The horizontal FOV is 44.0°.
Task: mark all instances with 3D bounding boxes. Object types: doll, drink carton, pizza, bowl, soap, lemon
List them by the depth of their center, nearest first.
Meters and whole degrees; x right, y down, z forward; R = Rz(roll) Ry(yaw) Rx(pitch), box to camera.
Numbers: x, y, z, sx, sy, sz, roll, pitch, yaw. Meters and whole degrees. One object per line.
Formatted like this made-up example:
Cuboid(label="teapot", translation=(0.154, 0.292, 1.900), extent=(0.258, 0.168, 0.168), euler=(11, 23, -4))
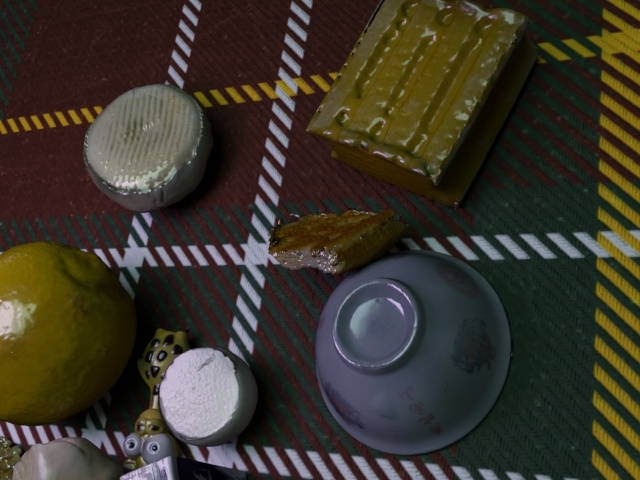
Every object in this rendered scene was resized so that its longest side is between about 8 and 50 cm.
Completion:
Cuboid(label="drink carton", translation=(-0.199, 0.429, 1.240), extent=(0.101, 0.222, 0.134), euler=(-28, 59, 15))
Cuboid(label="bowl", translation=(0.112, 0.151, 1.240), extent=(0.345, 0.157, 0.346), euler=(-11, 65, 24))
Cuboid(label="pizza", translation=(0.000, -0.001, 1.368), extent=(0.189, 0.071, 0.296), euler=(-34, 27, -35))
Cuboid(label="soap", translation=(0.177, -0.258, 1.387), extent=(0.293, 0.156, 0.335), euler=(22, 80, 36))
Cuboid(label="doll", translation=(-0.294, 0.297, 1.432), extent=(0.117, 0.086, 0.291), euler=(4, 69, 11))
Cuboid(label="lemon", translation=(-0.508, 0.172, 1.459), extent=(0.347, 0.348, 0.348), euler=(-11, 64, 23))

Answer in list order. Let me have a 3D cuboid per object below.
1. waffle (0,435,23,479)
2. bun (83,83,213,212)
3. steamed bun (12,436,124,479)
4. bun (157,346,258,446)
Cuboid(label="waffle", translation=(-0.660, 0.475, 1.577), extent=(0.183, 0.036, 0.169), euler=(12, 73, 31))
Cuboid(label="bun", translation=(-0.345, -0.184, 1.638), extent=(0.287, 0.146, 0.288), euler=(-5, 64, 10))
Cuboid(label="steamed bun", translation=(-0.424, 0.481, 1.349), extent=(0.276, 0.203, 0.289), euler=(-13, 71, 53))
Cuboid(label="bun", translation=(-0.187, 0.271, 1.366), extent=(0.172, 0.120, 0.173), euler=(-6, 71, 17))
